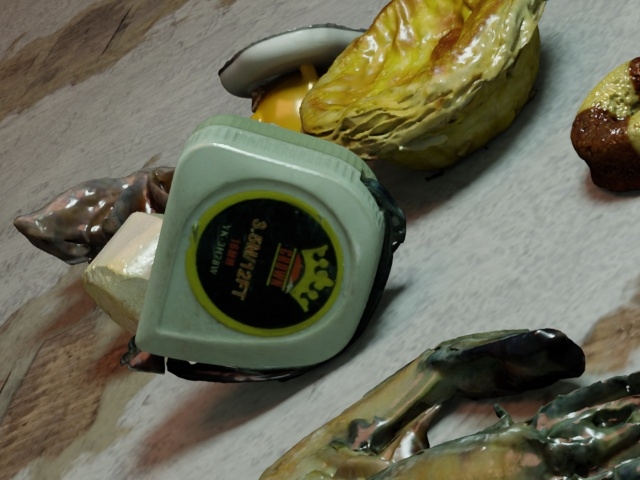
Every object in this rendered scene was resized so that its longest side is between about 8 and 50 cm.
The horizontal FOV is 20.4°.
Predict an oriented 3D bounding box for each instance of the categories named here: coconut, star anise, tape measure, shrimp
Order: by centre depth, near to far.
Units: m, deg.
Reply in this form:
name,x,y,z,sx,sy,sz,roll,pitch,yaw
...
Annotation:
name,x,y,z,sx,sy,sz,roll,pitch,yaw
shrimp,0.101,0.140,1.202,0.445,0.085,0.272,-24,22,43
tape measure,-0.044,0.024,1.506,0.115,0.207,0.235,-80,6,-67
coconut,-0.162,0.028,1.760,0.122,0.116,0.116,-52,25,-19
star anise,-0.196,-0.023,1.914,0.257,0.111,0.198,-13,7,21

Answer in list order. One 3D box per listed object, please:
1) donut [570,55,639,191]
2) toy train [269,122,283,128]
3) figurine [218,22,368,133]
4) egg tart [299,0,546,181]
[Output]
name,x,y,z,sx,sy,sz,roll,pitch,yaw
donut,0.259,-0.098,1.405,0.140,0.059,0.140,-36,24,19
toy train,-0.061,-0.013,1.639,0.051,0.052,0.234,-62,-1,-39
figurine,-0.005,-0.131,1.867,0.166,0.141,0.250,-18,-7,15
egg tart,0.112,-0.154,1.664,0.295,0.116,0.295,-36,22,17
